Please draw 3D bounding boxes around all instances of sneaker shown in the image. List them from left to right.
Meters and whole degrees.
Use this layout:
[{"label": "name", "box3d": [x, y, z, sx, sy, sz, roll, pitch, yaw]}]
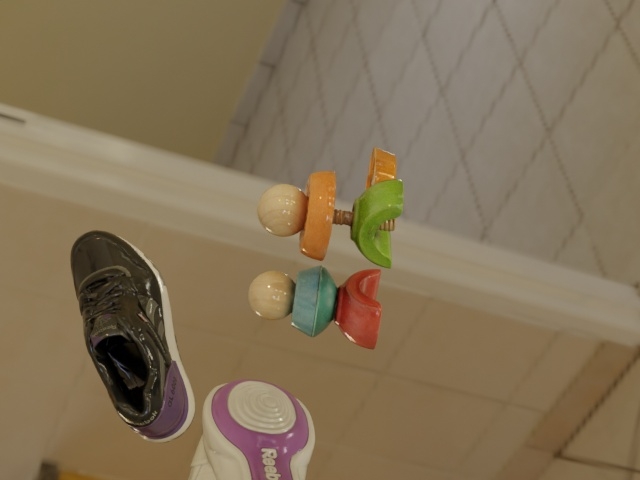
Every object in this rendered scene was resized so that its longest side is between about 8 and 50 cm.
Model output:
[{"label": "sneaker", "box3d": [-0.234, 0.096, 1.597, 0.283, 0.107, 0.124, 63, -176, 23]}, {"label": "sneaker", "box3d": [-0.053, 0.240, 1.001, 0.305, 0.114, 0.152, -89, 13, -62]}]

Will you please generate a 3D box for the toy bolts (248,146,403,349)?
[{"label": "toy bolts", "box3d": [0.000, 0.000, 1.594, 0.218, 0.158, 0.228, -89, 6, -62]}]
